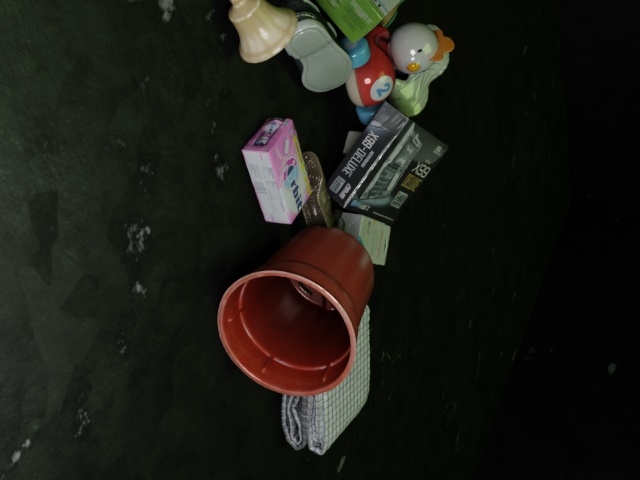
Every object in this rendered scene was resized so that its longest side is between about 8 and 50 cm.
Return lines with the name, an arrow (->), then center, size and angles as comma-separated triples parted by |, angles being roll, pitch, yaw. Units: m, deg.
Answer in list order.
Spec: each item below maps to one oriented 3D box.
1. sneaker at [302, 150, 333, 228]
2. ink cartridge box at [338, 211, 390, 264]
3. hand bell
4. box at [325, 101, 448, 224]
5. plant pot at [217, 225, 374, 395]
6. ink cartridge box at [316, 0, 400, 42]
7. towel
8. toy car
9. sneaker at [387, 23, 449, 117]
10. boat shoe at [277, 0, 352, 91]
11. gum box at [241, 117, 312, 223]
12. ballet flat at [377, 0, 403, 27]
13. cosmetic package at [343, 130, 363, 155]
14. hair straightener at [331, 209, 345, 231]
sneaker -> -0.014, -0.095, 1.947 | 0.071, 0.066, 0.188 | -29, 112, -75
ink cartridge box -> 0.103, -0.001, 2.207 | 0.181, 0.061, 0.104 | 17, 81, -63
hand bell -> -0.156, -0.430, 1.575 | 0.242, 0.126, 0.126 | 44, 56, -43
box -> 0.157, -0.170, 2.132 | 0.242, 0.076, 0.307 | -53, 157, 9
plant pot -> -0.024, 0.114, 1.792 | 0.265, 0.272, 0.272 | -56, 143, -56
ink cartridge box -> 0.085, -0.553, 1.908 | 0.189, 0.097, 0.255 | 48, 43, -11
towel -> 0.007, 0.293, 2.033 | 0.235, 0.121, 0.283 | -34, 128, -55
toy car -> 0.175, -0.402, 2.022 | 0.219, 0.238, 0.210 | 64, 24, -50
sneaker -> 0.244, -0.452, 2.340 | 0.129, 0.111, 0.297 | 57, 45, -44
boat shoe -> -0.012, -0.391, 1.835 | 0.302, 0.114, 0.091 | 58, 10, -72
gum box -> -0.083, -0.139, 1.801 | 0.107, 0.062, 0.188 | -59, 145, -40
ballet flat -> 0.150, -0.564, 2.179 | 0.073, 0.080, 0.232 | 51, 43, -19
cosmetic package -> 0.097, -0.205, 2.171 | 0.115, 0.041, 0.060 | 43, 59, -59
hair straightener -> 0.000, 0.000, 2.036 | 0.230, 0.047, 0.089 | -48, 137, -56
